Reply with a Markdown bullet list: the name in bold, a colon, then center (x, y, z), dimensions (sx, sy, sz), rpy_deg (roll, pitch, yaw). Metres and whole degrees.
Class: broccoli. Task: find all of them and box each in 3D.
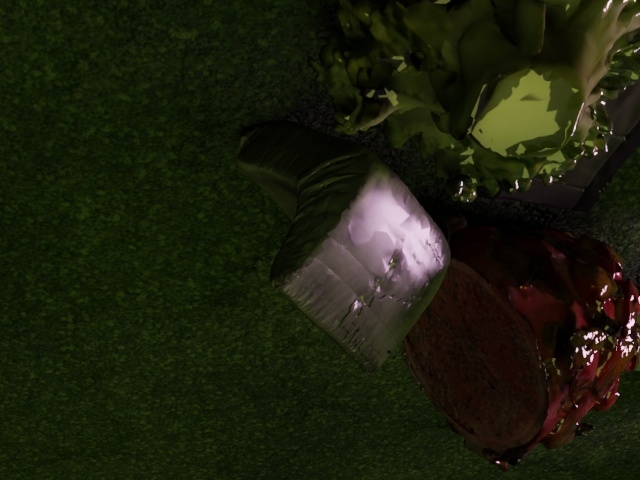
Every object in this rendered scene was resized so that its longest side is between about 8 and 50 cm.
- **broccoli**: center (0.164, -0.194, 0.750), dimensions (0.334, 0.272, 0.324), rpy_deg (18, 95, -13)

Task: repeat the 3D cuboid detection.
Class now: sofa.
- **sofa**: center (0.000, 0.000, 0.923), dimensions (0.176, 0.225, 0.210), rpy_deg (-52, 133, -10)

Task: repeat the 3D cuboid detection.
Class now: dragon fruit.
- **dragon fruit**: center (0.270, 0.098, 1.069), dimensions (0.263, 0.296, 0.314), rpy_deg (-25, 143, -29)

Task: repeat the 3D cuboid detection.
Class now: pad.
- **pad**: center (0.300, -0.121, 0.978), dimensions (0.174, 0.022, 0.233), rpy_deg (7, 138, -13)

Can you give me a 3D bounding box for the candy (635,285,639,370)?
- **candy**: center (0.463, 0.009, 1.090), dimensions (0.119, 0.119, 0.439), rpy_deg (-2, 131, -2)
